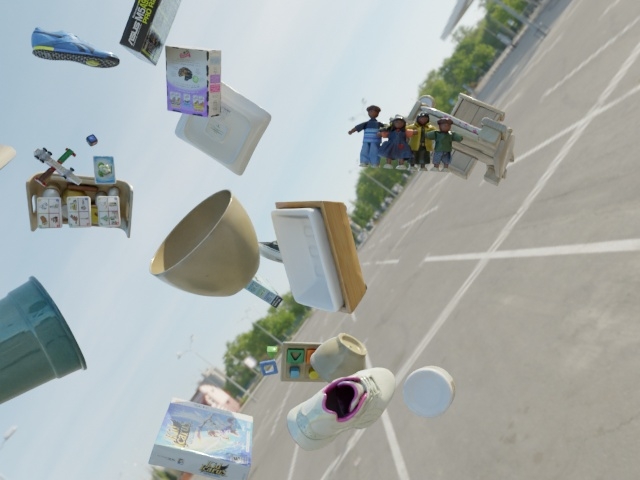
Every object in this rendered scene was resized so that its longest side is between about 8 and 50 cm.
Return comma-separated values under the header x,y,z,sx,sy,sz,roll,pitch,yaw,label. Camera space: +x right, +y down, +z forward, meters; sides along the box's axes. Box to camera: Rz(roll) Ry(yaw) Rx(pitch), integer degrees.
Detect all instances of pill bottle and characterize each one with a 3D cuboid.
x,y,z,sx,sy,sz,roll,pitch,yaw,label
0.314,0.423,1.535,0.131,0.131,0.229,-53,-20,2,pill bottle

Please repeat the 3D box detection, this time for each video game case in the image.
x,y,z,sx,sy,sz,roll,pitch,yaw,label
-0.307,0.528,1.448,0.269,0.244,0.061,-127,53,-80,video game case

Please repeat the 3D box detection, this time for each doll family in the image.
x,y,z,sx,sy,sz,roll,pitch,yaw,label
0.147,-0.180,0.949,0.076,0.193,0.111,-136,49,-80,doll family

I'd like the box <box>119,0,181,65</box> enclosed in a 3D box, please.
x,y,z,sx,sy,sz,roll,pitch,yaw,label
-0.460,-0.607,1.486,0.270,0.060,0.216,-125,59,-76,box

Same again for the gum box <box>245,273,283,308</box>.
x,y,z,sx,sy,sz,roll,pitch,yaw,label
-0.219,0.123,1.677,0.041,0.184,0.157,-53,32,1,gum box

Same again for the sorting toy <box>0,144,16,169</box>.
x,y,z,sx,sy,sz,roll,pitch,yaw,label
-0.853,-0.176,1.223,0.307,0.229,0.041,-119,39,-64,sorting toy

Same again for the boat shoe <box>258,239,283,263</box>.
x,y,z,sx,sy,sz,roll,pitch,yaw,label
-0.150,0.036,1.955,0.078,0.219,0.070,71,-140,-63,boat shoe

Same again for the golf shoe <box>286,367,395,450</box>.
x,y,z,sx,sy,sz,roll,pitch,yaw,label
0.075,0.333,1.137,0.306,0.115,0.140,-16,-29,-45,golf shoe

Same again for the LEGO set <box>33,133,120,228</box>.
x,y,z,sx,sy,sz,roll,pitch,yaw,label
-0.596,-0.142,1.324,0.182,0.244,0.060,-4,-14,-26,LEGO set

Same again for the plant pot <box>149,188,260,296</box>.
x,y,z,sx,sy,sz,roll,pitch,yaw,label
-0.265,0.034,1.388,0.284,0.191,0.284,-34,28,21,plant pot

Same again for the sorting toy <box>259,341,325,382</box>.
x,y,z,sx,sy,sz,roll,pitch,yaw,label
-0.059,0.477,2.078,0.047,0.347,0.196,-99,13,-64,sorting toy

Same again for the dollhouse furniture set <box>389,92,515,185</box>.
x,y,z,sx,sy,sz,roll,pitch,yaw,label
0.278,-0.276,1.132,0.174,0.303,0.355,-61,-21,0,dollhouse furniture set

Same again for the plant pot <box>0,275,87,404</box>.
x,y,z,sx,sy,sz,roll,pitch,yaw,label
-0.942,0.329,1.614,0.334,0.341,0.341,-30,-15,-32,plant pot

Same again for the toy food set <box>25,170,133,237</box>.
x,y,z,sx,sy,sz,roll,pitch,yaw,label
-0.763,-0.098,1.733,0.220,0.306,0.092,112,156,-43,toy food set

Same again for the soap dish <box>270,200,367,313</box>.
x,y,z,sx,sy,sz,roll,pitch,yaw,label
-0.004,0.031,1.394,0.118,0.291,0.229,-22,14,-31,soap dish

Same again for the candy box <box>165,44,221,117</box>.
x,y,z,sx,sy,sz,roll,pitch,yaw,label
-0.386,-0.486,1.649,0.070,0.165,0.196,-32,-47,-56,candy box

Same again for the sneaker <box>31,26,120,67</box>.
x,y,z,sx,sy,sz,roll,pitch,yaw,label
-0.623,-0.499,1.386,0.069,0.209,0.082,157,114,-64,sneaker

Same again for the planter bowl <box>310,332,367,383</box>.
x,y,z,sx,sy,sz,roll,pitch,yaw,label
0.067,0.338,1.559,0.109,0.162,0.162,-58,-4,13,planter bowl

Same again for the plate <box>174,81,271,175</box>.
x,y,z,sx,sy,sz,roll,pitch,yaw,label
-0.334,-0.375,1.789,0.278,0.277,0.045,-54,4,37,plate
